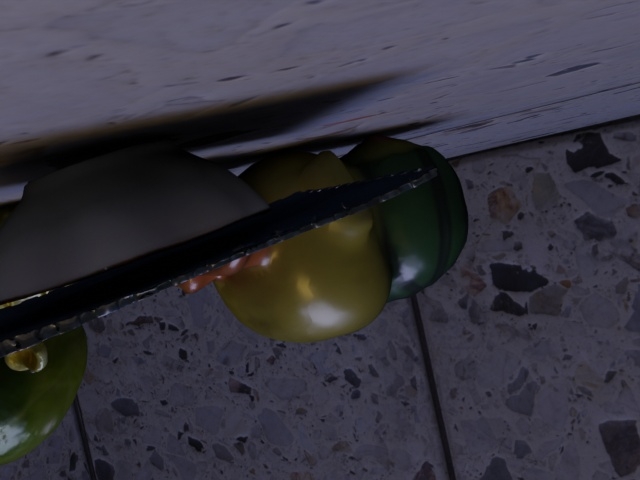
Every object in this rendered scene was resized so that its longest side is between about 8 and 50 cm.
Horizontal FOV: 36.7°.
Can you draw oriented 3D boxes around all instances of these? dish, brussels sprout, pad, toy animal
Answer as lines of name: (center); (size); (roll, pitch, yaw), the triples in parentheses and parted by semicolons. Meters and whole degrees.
dish: (-0.124, -0.019, 0.583); (0.190, 0.066, 0.191); (-19, -177, 1)
brussels sprout: (-0.484, 0.161, 1.287); (0.344, 0.268, 0.344); (6, -151, -3)
pad: (-0.088, 0.010, 0.619); (0.269, 0.012, 0.269); (-22, -174, -15)
toy animal: (0.002, 0.003, 0.976); (0.338, 0.191, 0.216); (-12, 175, -35)

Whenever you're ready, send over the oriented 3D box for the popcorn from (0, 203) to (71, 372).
popcorn: (-0.275, 0.036, 0.897); (0.135, 0.162, 0.141); (-10, 155, -12)
